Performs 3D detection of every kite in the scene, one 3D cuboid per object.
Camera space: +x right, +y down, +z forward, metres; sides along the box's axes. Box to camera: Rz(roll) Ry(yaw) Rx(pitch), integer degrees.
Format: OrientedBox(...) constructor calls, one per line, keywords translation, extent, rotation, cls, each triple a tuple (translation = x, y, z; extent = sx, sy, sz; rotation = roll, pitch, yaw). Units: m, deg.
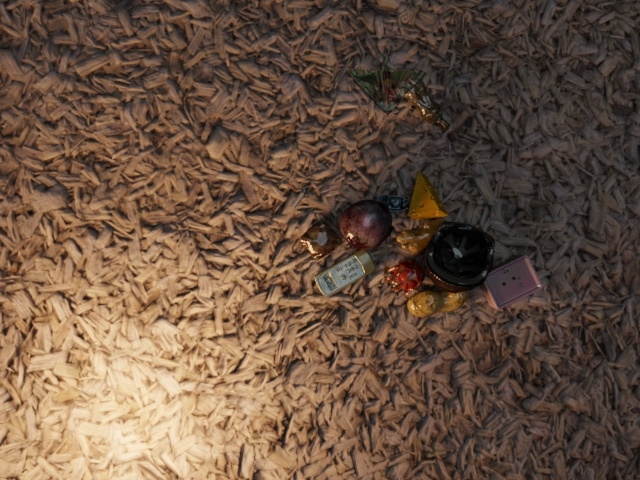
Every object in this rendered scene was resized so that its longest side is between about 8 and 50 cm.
OrientedBox(translation=(0.262, -0.623, 1.572), extent=(0.324, 0.013, 0.267), rotation=(-2, 89, -5), cls="kite")

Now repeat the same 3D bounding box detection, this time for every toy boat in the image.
OrientedBox(translation=(0.282, -0.142, 1.530), extent=(0.137, 0.061, 0.060), rotation=(9, 87, -2), cls="toy boat")

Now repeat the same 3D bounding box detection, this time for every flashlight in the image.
OrientedBox(translation=(-0.084, -0.159, 1.538), extent=(0.018, 0.018, 0.083), rotation=(35, 87, 1), cls="flashlight")

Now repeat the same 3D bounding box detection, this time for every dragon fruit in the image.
OrientedBox(translation=(0.319, 0.134, 1.500), extent=(0.142, 0.130, 0.121), rotation=(-43, 123, -4), cls="dragon fruit")

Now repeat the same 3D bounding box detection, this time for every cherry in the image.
OrientedBox(translation=(0.166, -0.062, 1.453), extent=(0.196, 0.195, 0.194), rotation=(0, 88, -2), cls="cherry")

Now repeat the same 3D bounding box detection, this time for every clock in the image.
OrientedBox(translation=(0.720, 0.156, 1.534), extent=(0.197, 0.063, 0.149), rotation=(-26, 89, -3), cls="clock")

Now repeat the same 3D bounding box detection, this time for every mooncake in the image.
OrientedBox(translation=(0.000, 0.000, 1.509), extent=(0.130, 0.073, 0.125), rotation=(-39, 91, -1), cls="mooncake")

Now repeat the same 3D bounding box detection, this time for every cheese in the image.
OrientedBox(translation=(0.397, -0.173, 1.507), extent=(0.126, 0.093, 0.170), rotation=(-11, 72, 37), cls="cheese")

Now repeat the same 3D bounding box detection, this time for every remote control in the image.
OrientedBox(translation=(0.094, 0.122, 1.525), extent=(0.234, 0.038, 0.098), rotation=(-29, 89, -2), cls="remote control")

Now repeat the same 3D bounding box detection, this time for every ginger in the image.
OrientedBox(translation=(0.393, -0.010, 1.522), extent=(0.206, 0.081, 0.115), rotation=(-25, 85, -6), cls="ginger")

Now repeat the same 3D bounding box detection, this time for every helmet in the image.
OrientedBox(translation=(0.482, 0.085, 1.443), extent=(0.225, 0.177, 0.305), rotation=(27, 59, 17), cls="helmet")

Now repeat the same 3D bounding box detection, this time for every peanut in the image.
OrientedBox(translation=(0.440, 0.226, 1.501), extent=(0.230, 0.103, 0.098), rotation=(-12, 86, -1), cls="peanut")

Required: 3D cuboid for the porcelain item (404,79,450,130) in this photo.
OrientedBox(translation=(0.420, -0.507, 1.550), extent=(0.081, 0.069, 0.215), rotation=(-43, 98, -6), cls="porcelain item")
